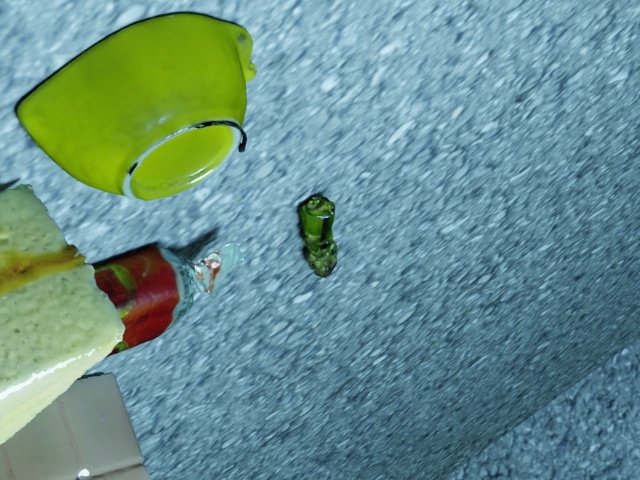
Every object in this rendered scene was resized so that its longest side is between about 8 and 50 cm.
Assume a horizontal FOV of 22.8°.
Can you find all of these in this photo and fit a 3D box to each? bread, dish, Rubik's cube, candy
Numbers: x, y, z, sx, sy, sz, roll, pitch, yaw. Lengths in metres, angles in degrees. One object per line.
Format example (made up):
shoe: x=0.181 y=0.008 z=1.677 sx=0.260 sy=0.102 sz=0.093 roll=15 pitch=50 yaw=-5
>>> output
bread: x=-0.292 y=0.070 z=1.051 sx=0.264 sy=0.167 sz=0.163 roll=-40 pitch=159 yaw=4
dish: x=-0.108 y=-0.081 z=1.110 sx=0.208 sy=0.080 sz=0.149 roll=-16 pitch=153 yaw=-38
Rubik's cube: x=-0.284 y=0.257 z=1.312 sx=0.231 sy=0.221 sz=0.225 roll=-28 pitch=167 yaw=36
candy: x=-0.187 y=0.061 z=1.331 sx=0.292 sy=0.059 sz=0.086 roll=-21 pitch=153 yaw=-34

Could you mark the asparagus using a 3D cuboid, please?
asparagus: x=0.000 y=0.000 z=1.528 sx=0.036 sy=0.030 sz=0.165 roll=-42 pitch=161 yaw=-12
